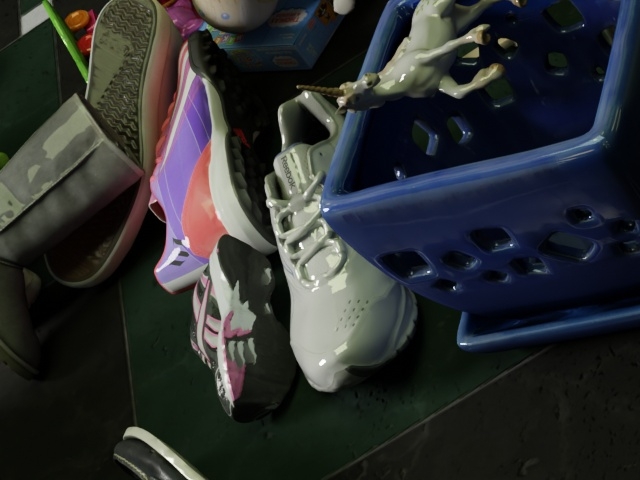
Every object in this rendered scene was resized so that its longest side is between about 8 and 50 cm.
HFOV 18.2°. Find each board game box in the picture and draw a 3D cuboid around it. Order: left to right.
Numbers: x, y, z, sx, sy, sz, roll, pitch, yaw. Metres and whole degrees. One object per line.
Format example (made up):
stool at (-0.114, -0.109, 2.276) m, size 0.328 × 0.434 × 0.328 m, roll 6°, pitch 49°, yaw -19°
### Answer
board game box at (-0.024, -0.256, 1.986) m, size 0.160 × 0.039 × 0.211 m, roll 3°, pitch 52°, yaw 45°

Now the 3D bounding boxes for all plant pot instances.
plant pot at (0.167, -0.058, 1.417) m, size 0.236 × 0.212 × 0.236 m, roll -13°, pitch 42°, yaw 34°

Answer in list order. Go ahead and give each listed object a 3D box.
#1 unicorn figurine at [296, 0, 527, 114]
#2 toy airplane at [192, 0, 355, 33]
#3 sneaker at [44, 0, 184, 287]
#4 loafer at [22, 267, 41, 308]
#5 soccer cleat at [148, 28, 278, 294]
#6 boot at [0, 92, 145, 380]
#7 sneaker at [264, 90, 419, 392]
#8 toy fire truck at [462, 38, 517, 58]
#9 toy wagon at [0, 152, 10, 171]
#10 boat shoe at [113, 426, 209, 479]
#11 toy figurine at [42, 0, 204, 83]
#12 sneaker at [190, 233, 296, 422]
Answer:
unicorn figurine at (0.075, -0.131, 1.358) m, size 0.111 × 0.060 × 0.162 m, roll -12°, pitch 26°, yaw 36°
toy airplane at (-0.071, -0.336, 1.899) m, size 0.384 × 0.272 × 0.386 m, roll -4°, pitch 21°, yaw -15°
sneaker at (-0.179, -0.082, 1.907) m, size 0.106 × 0.123 × 0.290 m, roll 9°, pitch 75°, yaw 23°
loafer at (-0.372, 0.034, 1.945) m, size 0.268 × 0.092 × 0.102 m, roll 10°, pitch 58°, yaw 49°
soccer cleat at (-0.111, -0.079, 1.812) m, size 0.116 × 0.108 × 0.318 m, roll -32°, pitch 37°, yaw 15°
boot at (-0.244, -0.003, 1.813) m, size 0.208 × 0.189 × 0.076 m, roll -35°, pitch -5°, yaw -3°
sneaker at (0.000, 0.000, 1.589) m, size 0.111 × 0.129 × 0.297 m, roll -27°, pitch 37°, yaw 16°
toy fire truck at (0.155, -0.199, 1.739) m, size 0.192 × 0.047 × 0.135 m, roll -23°, pitch 38°, yaw 23°
toy wagon at (-0.425, -0.070, 1.913) m, size 0.267 × 0.344 × 0.068 m, roll 10°, pitch 87°, yaw 9°
boat shoe at (-0.105, 0.210, 1.491) m, size 0.079 × 0.084 × 0.233 m, roll -45°, pitch 37°, yaw -7°
toy figurine at (-0.178, -0.216, 2.036) m, size 0.159 × 0.130 × 0.173 m, roll -30°, pitch 41°, yaw -2°
sneaker at (-0.070, 0.085, 1.632) m, size 0.077 × 0.072 × 0.178 m, roll -51°, pitch 29°, yaw 34°
